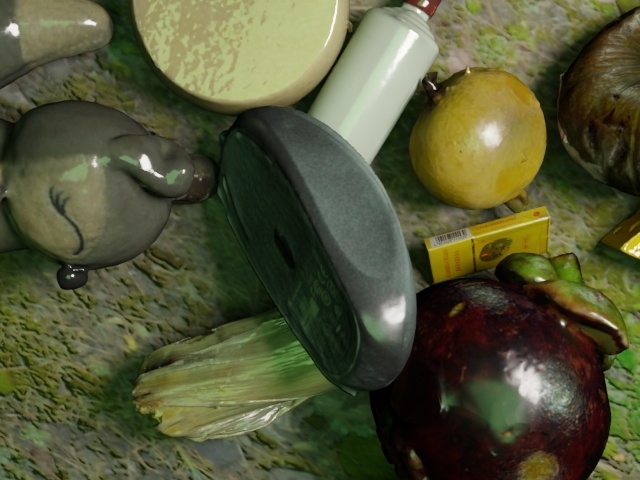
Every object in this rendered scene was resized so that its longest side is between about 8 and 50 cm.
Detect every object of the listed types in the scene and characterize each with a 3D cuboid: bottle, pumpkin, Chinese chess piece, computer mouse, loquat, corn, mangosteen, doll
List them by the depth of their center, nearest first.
[{"bbox_3d":[0.404,-0.168,0.925,0.260,0.189,0.260,-12,58,21],"label":"pumpkin"},{"bbox_3d":[0.002,0.000,0.937,0.114,0.203,0.374,-14,59,-31],"label":"computer mouse"},{"bbox_3d":[-0.317,-0.134,0.955,0.382,0.252,0.379,-6,97,-4],"label":"doll"},{"bbox_3d":[0.203,0.168,0.961,0.311,0.311,0.311,0,97,2],"label":"mangosteen"},{"bbox_3d":[0.192,-0.115,0.984,0.204,0.149,0.172,51,61,-24],"label":"loquat"},{"bbox_3d":[-0.097,-0.284,0.998,0.273,0.102,0.273,0,96,3],"label":"Chinese chess piece"},{"bbox_3d":[0.069,-0.201,1.002,0.104,0.104,0.245,31,97,-2],"label":"bottle"},{"bbox_3d":[-0.083,0.160,1.039,0.305,0.122,0.123,-20,138,3],"label":"corn"}]

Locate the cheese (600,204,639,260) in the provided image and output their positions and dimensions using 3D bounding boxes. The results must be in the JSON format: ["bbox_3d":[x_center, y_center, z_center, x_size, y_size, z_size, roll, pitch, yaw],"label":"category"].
[{"bbox_3d":[0.454,-0.042,1.016,0.126,0.093,0.171,26,97,-1],"label":"cheese"}]

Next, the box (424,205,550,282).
[{"bbox_3d":[0.212,0.007,1.037,0.155,0.087,0.023,-15,54,4],"label":"box"}]
